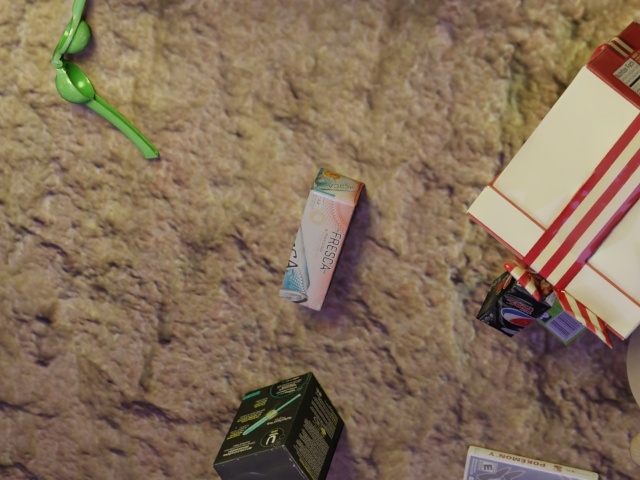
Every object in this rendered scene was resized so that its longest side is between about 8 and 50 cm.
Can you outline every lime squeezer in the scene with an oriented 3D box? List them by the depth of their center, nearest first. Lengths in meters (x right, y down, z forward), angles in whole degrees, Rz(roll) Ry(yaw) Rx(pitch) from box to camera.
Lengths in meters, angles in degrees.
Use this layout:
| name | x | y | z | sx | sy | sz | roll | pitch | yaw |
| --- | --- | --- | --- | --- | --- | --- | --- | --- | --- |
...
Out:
| name | x | y | z | sx | sy | sz | roll | pitch | yaw |
| --- | --- | --- | --- | --- | --- | --- | --- | --- | --- |
| lime squeezer | -0.284 | -0.231 | 1.917 | 0.110 | 0.059 | 0.310 | 2 | 123 | 15 |

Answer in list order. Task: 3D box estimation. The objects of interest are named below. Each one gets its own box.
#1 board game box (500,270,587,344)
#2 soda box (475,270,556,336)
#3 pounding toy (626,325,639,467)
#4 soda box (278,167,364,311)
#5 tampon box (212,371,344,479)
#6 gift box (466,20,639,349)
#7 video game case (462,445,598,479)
| name | x | y | z | sx | sy | sz | roll | pitch | yaw |
| --- | --- | --- | --- | --- | --- | --- | --- | --- | --- |
| board game box | 0.350 | 0.017 | 1.909 | 0.124 | 0.039 | 0.259 | 40 | 127 | -9 |
| soda box | 0.243 | 0.066 | 1.869 | 0.053 | 0.060 | 0.169 | 28 | 162 | -1 |
| pounding toy | 0.487 | 0.180 | 1.927 | 0.183 | 0.110 | 0.236 | 7 | 91 | 47 |
| soda box | 0.000 | 0.000 | 1.987 | 0.063 | 0.058 | 0.183 | 19 | 125 | 3 |
| tampon box | -0.055 | 0.282 | 2.129 | 0.120 | 0.161 | 0.101 | -20 | 116 | 27 |
| gift box | 0.342 | -0.045 | 1.702 | 0.276 | 0.255 | 0.258 | 43 | 122 | 10 |
| video game case | 0.287 | 0.389 | 2.186 | 0.184 | 0.023 | 0.201 | 11 | 125 | 9 |
